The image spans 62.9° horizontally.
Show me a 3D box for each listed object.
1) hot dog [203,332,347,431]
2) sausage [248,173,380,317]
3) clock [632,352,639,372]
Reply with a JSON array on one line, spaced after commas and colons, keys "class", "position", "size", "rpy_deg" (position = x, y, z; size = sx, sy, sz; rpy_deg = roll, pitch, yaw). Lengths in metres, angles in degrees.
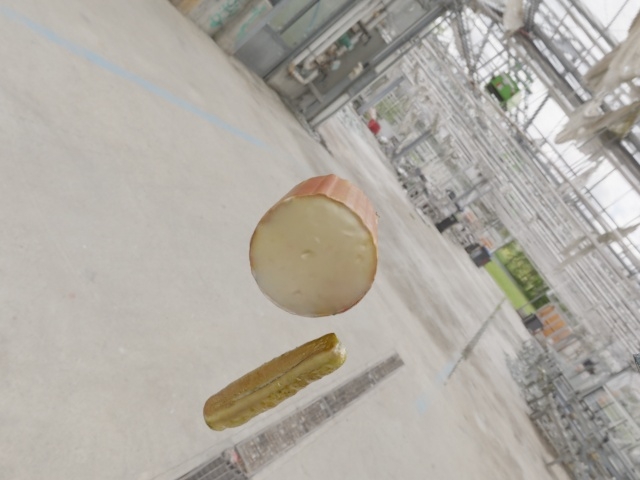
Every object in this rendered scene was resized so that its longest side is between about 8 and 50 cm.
[{"class": "hot dog", "position": [-0.078, 0.248, 0.907], "size": [0.061, 0.286, 0.088], "rpy_deg": [53, 17, -28]}, {"class": "sausage", "position": [0.000, 0.000, 1.029], "size": [0.233, 0.233, 0.287], "rpy_deg": [52, 13, -6]}, {"class": "clock", "position": [0.546, 0.228, 0.872], "size": [0.085, 0.017, 0.085], "rpy_deg": [49, 28, -38]}]
